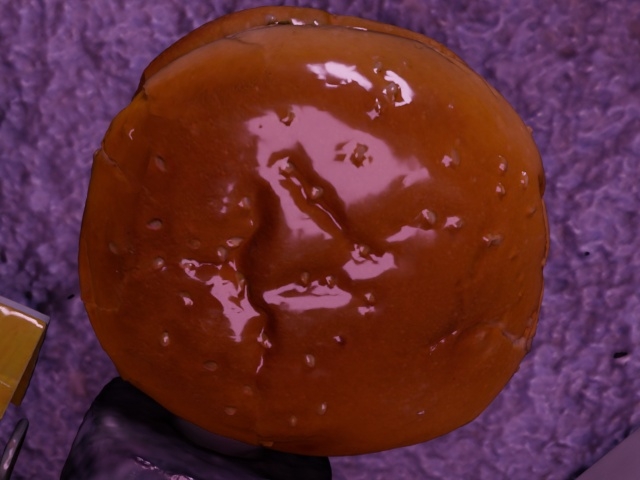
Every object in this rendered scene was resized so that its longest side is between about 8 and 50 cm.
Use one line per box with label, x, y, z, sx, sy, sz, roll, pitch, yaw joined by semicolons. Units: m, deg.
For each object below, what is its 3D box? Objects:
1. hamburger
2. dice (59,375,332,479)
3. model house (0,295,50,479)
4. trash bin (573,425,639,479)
hamburger;0.000;0.000;0.801;0.314;0.170;0.290;9;112;-1
dice;-0.100;0.210;0.852;0.181;0.182;0.183;19;104;-1
model house;-0.307;0.057;0.745;0.300;0.340;0.324;21;101;-5
trash bin;0.162;0.313;0.847;0.296;0.256;0.368;43;96;-4
